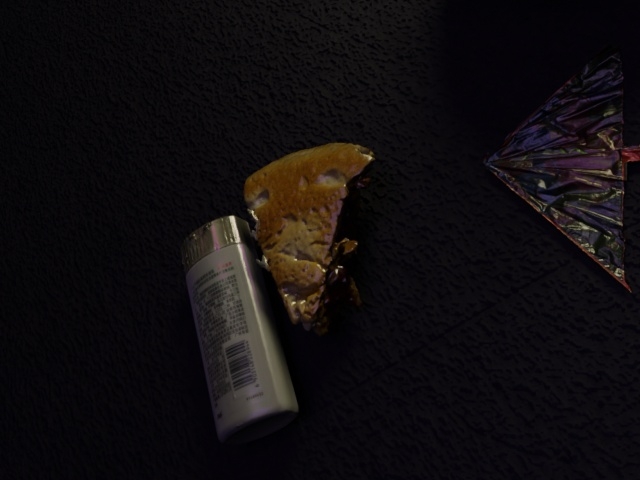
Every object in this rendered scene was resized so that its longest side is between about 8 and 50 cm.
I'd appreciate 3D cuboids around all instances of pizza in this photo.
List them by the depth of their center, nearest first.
[{"bbox_3d":[0.000,0.001,0.722,0.154,0.069,0.193,-12,72,28],"label":"pizza"}]

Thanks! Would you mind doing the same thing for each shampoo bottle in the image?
[{"bbox_3d":[-0.088,0.086,0.747,0.086,0.056,0.227,-32,57,21],"label":"shampoo bottle"}]

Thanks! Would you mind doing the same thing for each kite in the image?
[{"bbox_3d":[0.232,-0.067,0.635,0.189,0.009,0.232,-1,72,31],"label":"kite"}]
